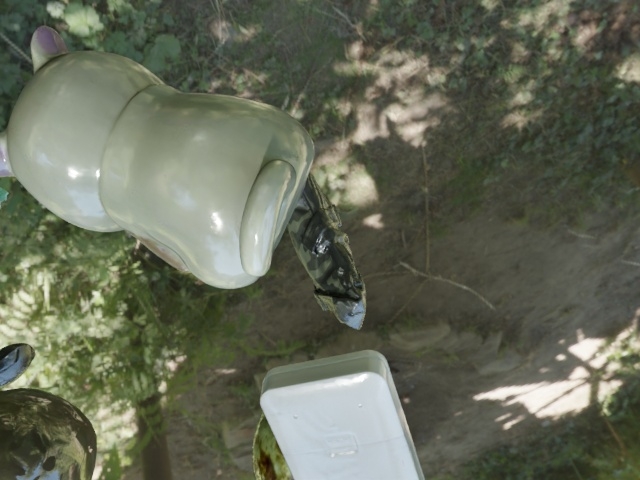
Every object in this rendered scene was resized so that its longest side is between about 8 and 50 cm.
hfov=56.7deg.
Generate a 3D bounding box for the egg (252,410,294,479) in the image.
[{"bbox_3d":[-0.006,0.370,1.043,0.238,0.289,0.238,-9,107,-31],"label":"egg"}]

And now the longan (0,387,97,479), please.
[{"bbox_3d":[-0.660,0.493,1.228,0.404,0.336,0.404,-38,165,-12],"label":"longan"}]

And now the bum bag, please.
[{"bbox_3d":[0.000,0.000,1.005,0.095,0.341,0.144,-20,155,-12],"label":"bum bag"}]

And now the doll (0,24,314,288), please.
[{"bbox_3d":[-0.172,-0.085,0.680,0.215,0.370,0.226,-68,163,-7],"label":"doll"}]

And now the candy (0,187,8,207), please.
[{"bbox_3d":[-0.840,-0.012,1.291,0.172,0.398,0.263,32,91,-22],"label":"candy"}]

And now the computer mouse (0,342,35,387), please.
[{"bbox_3d":[-0.867,0.354,1.579,0.217,0.073,0.122,-25,147,-16],"label":"computer mouse"}]

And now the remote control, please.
[{"bbox_3d":[0.035,0.202,0.493,0.103,0.034,0.250,-14,115,13],"label":"remote control"}]
